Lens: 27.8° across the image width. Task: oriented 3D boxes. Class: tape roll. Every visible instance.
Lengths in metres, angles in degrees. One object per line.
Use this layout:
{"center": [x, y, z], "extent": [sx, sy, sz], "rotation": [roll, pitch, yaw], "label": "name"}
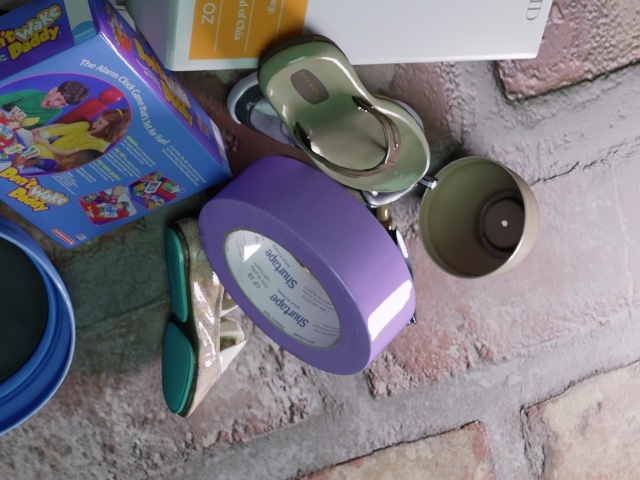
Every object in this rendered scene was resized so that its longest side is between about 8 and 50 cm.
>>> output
{"center": [-0.019, 0.033, 1.565], "extent": [0.090, 0.275, 0.275], "rotation": [-45, 134, -28], "label": "tape roll"}

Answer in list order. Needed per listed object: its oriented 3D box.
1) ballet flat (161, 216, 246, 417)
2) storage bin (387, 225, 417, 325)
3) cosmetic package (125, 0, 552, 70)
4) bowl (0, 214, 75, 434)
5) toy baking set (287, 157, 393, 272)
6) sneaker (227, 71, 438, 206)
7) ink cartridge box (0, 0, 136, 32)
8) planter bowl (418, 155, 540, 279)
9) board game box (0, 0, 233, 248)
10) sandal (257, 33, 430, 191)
{"center": [-0.151, 0.108, 1.743], "extent": [0.106, 0.107, 0.316], "rotation": [-12, 129, -25], "label": "ballet flat"}
{"center": [0.071, 0.052, 1.711], "extent": [0.091, 0.135, 0.098], "rotation": [-15, 128, 11], "label": "storage bin"}
{"center": [0.036, -0.322, 1.394], "extent": [0.453, 0.161, 0.230], "rotation": [-6, 126, -25], "label": "cosmetic package"}
{"center": [-0.513, 0.109, 1.653], "extent": [0.391, 0.077, 0.391], "rotation": [-8, 127, -11], "label": "bowl"}
{"center": [0.007, 0.000, 1.751], "extent": [0.196, 0.030, 0.256], "rotation": [-5, 126, -13], "label": "toy baking set"}
{"center": [0.023, -0.127, 1.585], "extent": [0.268, 0.153, 0.101], "rotation": [12, 121, -23], "label": "sneaker"}
{"center": [-0.288, -0.273, 1.432], "extent": [0.148, 0.086, 0.203], "rotation": [-12, 128, -9], "label": "ink cartridge box"}
{"center": [0.228, -0.026, 1.730], "extent": [0.109, 0.162, 0.162], "rotation": [8, 127, -52], "label": "planter bowl"}
{"center": [-0.274, -0.127, 1.449], "extent": [0.233, 0.078, 0.347], "rotation": [-23, 152, 9], "label": "board game box"}
{"center": [0.028, -0.116, 1.414], "extent": [0.120, 0.086, 0.303], "rotation": [-34, 147, 15], "label": "sandal"}
